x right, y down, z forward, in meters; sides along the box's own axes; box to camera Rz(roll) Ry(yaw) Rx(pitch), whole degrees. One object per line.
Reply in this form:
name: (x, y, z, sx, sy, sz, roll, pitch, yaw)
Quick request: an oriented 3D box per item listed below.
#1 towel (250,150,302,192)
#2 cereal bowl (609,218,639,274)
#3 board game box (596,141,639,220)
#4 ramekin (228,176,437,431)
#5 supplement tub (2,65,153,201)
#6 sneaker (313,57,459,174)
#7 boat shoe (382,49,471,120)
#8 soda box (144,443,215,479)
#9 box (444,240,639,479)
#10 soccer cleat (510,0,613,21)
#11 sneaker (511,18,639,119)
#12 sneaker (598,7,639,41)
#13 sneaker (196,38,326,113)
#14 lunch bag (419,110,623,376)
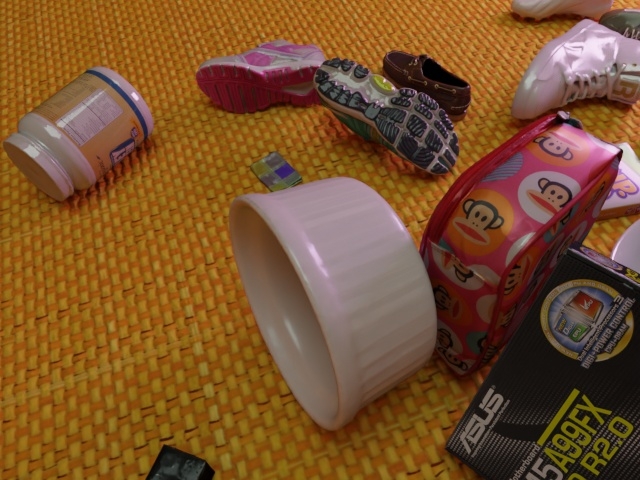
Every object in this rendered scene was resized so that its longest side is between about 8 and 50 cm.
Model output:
towel: (-0.075, -0.115, 0.918, 0.060, 0.009, 0.083, -30, 58, -18)
cereal bowl: (0.527, 0.068, 0.627, 0.339, 0.141, 0.339, -22, 26, 11)
board game box: (0.401, -0.084, 0.852, 0.259, 0.039, 0.124, -8, 55, -6)
ramekin: (0.010, 0.061, 0.633, 0.135, 0.277, 0.277, -21, 55, -20)
supplement tub: (-0.393, -0.175, 0.900, 0.144, 0.144, 0.199, 27, 61, 21)
sneaker: (0.109, -0.204, 0.913, 0.275, 0.110, 0.107, 36, 80, 7)
boat shoe: (0.194, -0.302, 0.997, 0.073, 0.073, 0.207, -37, 59, -19)
soda box: (-0.180, 0.316, 0.589, 0.060, 0.053, 0.169, 16, 58, 14)
box: (0.282, 0.169, 0.548, 0.216, 0.270, 0.060, 33, 23, 23)
soccer cleat: (0.490, -0.492, 1.110, 0.196, 0.076, 0.068, 3, 55, 7)
sneaker: (0.469, -0.280, 0.941, 0.169, 0.108, 0.292, 35, 62, 28)
sneaker: (0.617, -0.375, 1.024, 0.192, 0.064, 0.086, 22, 54, 15)
sneaker: (-0.101, -0.310, 1.014, 0.252, 0.103, 0.111, -1, 50, -5)
lunch bag: (0.230, 0.006, 0.637, 0.258, 0.293, 0.120, -35, 59, -24)
